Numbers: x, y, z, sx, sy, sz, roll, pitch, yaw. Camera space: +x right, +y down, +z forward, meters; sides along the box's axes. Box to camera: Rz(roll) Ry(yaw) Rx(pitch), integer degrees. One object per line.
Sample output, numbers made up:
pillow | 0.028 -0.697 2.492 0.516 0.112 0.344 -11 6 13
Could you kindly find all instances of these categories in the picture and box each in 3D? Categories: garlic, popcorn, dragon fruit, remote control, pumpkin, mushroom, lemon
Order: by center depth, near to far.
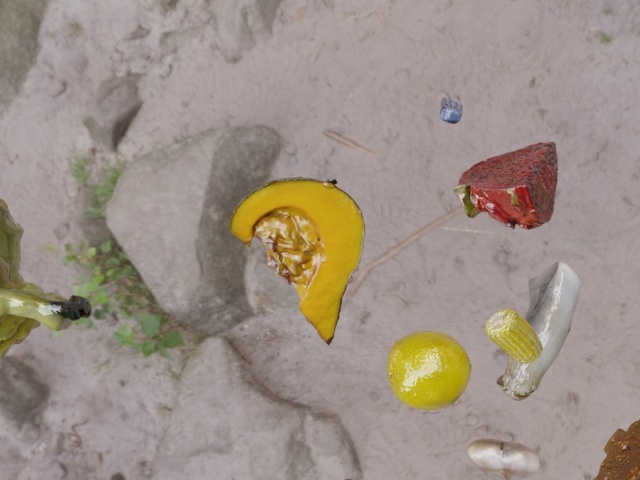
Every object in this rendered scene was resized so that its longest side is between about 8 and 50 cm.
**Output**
popcorn | -0.464 0.044 0.754 0.237 0.293 0.293 -44 70 10
pumpkin | 0.001 0.000 0.924 0.163 0.111 0.279 -29 117 14
remote control | 0.239 -0.240 1.155 0.043 0.152 0.027 17 114 7
lemon | 0.247 0.292 1.423 0.203 0.178 0.179 -2 79 -13
dragon fruit | 0.436 -0.104 1.475 0.205 0.317 0.152 -5 113 35
garlic | 0.465 0.558 1.613 0.174 0.124 0.099 8 63 4
mushroom | 0.598 0.250 1.725 0.126 0.177 0.397 34 61 -6

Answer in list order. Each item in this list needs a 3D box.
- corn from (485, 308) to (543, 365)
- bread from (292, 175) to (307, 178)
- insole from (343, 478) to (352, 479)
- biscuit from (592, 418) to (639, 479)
corn | 0.435 0.217 1.405 0.085 0.165 0.063 -52 32 -9
bread | -0.066 -0.101 1.918 0.132 0.114 0.191 12 72 -14
insole | 0.021 0.414 0.892 0.009 0.348 0.119 -10 75 15
biscuit | 0.636 0.473 1.233 0.043 0.301 0.278 31 105 -1
